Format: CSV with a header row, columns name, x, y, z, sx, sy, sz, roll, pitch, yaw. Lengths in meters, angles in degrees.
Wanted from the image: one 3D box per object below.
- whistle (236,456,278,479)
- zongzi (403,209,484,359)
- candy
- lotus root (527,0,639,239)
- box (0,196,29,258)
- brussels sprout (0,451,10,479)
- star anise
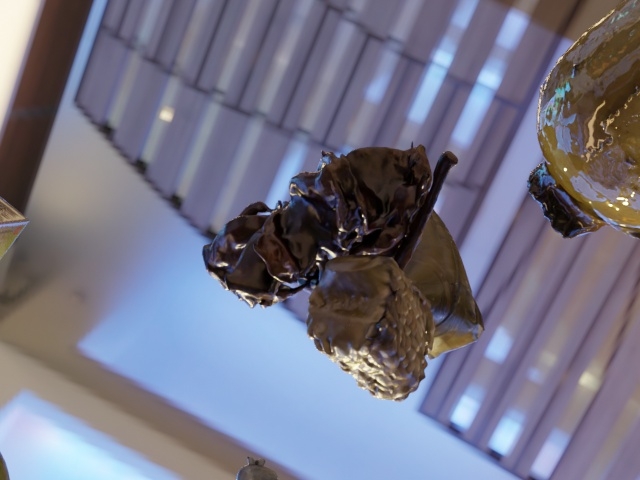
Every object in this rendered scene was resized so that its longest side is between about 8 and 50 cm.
name,x,y,z,sx,sy,sz,roll,pitch,yaw
whistle,-0.070,0.222,1.435,0.033,0.029,0.083,33,-108,18
zongzi,0.122,0.021,2.482,0.289,0.123,0.260,38,-150,-54
candy,0.042,0.067,1.297,0.085,0.095,0.110,2,153,39
lotus root,0.241,-0.087,1.047,0.160,0.284,0.146,56,-142,5
box,-0.413,0.033,1.754,0.062,0.175,0.260,39,-174,4
brussels sprout,-0.316,0.205,1.224,0.161,0.223,0.223,3,-153,9
star anise,0.000,0.000,1.427,0.190,0.220,0.126,-10,-101,-21
